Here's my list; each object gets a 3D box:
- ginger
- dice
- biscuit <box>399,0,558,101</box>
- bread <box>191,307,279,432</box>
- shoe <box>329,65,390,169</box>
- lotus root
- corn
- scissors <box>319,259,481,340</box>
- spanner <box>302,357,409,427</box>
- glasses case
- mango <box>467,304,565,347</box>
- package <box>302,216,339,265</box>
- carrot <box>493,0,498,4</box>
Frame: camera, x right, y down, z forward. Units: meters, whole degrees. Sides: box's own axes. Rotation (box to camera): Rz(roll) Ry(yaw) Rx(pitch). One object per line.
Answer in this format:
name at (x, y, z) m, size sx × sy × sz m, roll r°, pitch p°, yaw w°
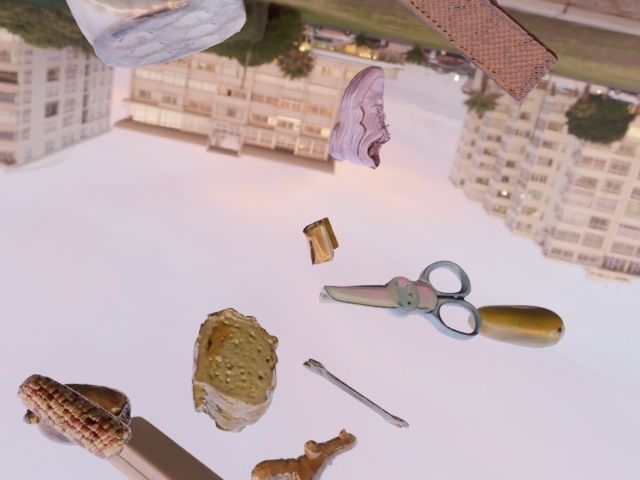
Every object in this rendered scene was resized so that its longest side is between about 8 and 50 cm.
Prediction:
ginger at (-0.027, 0.587, 1.591) m, size 0.333 × 0.148 × 0.081 m, roll -20°, pitch -177°, yaw -33°
dice at (-0.347, -0.570, 1.251) m, size 0.330 × 0.348 × 0.328 m, roll -14°, pitch -176°, yaw -2°
biscuit at (0.277, -0.431, 1.164) m, size 0.388 × 0.107 × 0.073 m, roll 39°, pitch -150°, yaw -3°
bread at (-0.197, 0.305, 1.386) m, size 0.196 × 0.252 × 0.239 m, roll 4°, pitch -115°, yaw -13°
shoe at (0.117, -0.294, 1.476) m, size 0.137 × 0.245 × 0.095 m, roll 30°, pitch -158°, yaw 23°
lotus root at (-0.588, 0.419, 1.465) m, size 0.260 × 0.145 × 0.128 m, roll -1°, pitch 156°, yaw 0°
corn at (-0.502, 0.353, 1.230) m, size 0.253 × 0.086 × 0.086 m, roll 33°, pitch -159°, yaw 3°
scissors at (0.115, 0.081, 0.854) m, size 0.256 × 0.030 × 0.125 m, roll 4°, pitch -123°, yaw -26°
spanner at (0.081, 0.346, 1.357) m, size 0.302 × 0.017 × 0.071 m, roll 37°, pitch 155°, yaw -18°
glasses case at (-0.393, 0.569, 1.517) m, size 0.336 × 0.076 × 0.144 m, roll 28°, pitch -171°, yaw 23°
mango at (0.387, 0.172, 1.214) m, size 0.191 × 0.086 × 0.122 m, roll -2°, pitch -178°, yaw 24°
package at (0.000, 0.000, 1.148) m, size 0.047 × 0.071 × 0.131 m, roll -19°, pitch -171°, yaw 8°
carrot at (0.303, -0.508, 1.233) m, size 0.072 × 0.072 × 0.205 m, roll -15°, pitch -115°, yaw -53°
